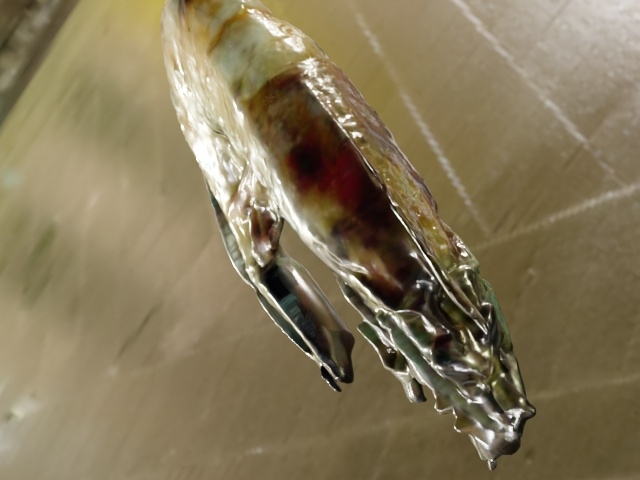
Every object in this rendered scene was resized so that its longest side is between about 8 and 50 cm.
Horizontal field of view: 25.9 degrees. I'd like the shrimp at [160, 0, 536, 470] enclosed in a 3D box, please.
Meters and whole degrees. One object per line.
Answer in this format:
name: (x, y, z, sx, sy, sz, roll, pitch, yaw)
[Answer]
shrimp: (0.000, 0.000, 0.806, 0.071, 0.365, 0.233, -25, -32, -21)
